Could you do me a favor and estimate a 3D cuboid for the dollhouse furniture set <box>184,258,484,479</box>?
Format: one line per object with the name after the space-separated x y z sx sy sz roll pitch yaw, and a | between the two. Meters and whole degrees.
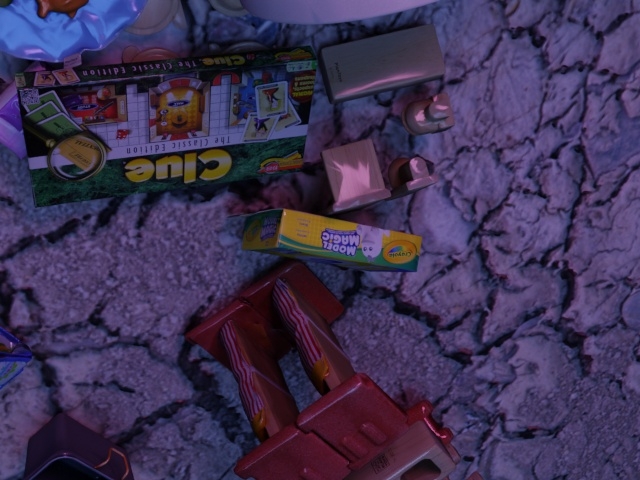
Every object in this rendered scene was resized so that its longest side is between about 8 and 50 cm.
0.038 0.216 0.971 0.152 0.201 0.374 -37 131 5 | dollhouse furniture set

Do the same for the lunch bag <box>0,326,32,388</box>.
-0.378 0.126 0.836 0.129 0.096 0.151 -43 138 7 | lunch bag

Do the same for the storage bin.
-0.259 0.252 0.947 0.098 0.091 0.135 -41 125 8 | storage bin

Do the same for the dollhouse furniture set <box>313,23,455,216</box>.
0.051 -0.113 0.872 0.144 0.123 0.151 -15 89 -10 | dollhouse furniture set

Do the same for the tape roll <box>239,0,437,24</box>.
0.033 -0.287 0.630 0.246 0.246 0.169 -21 123 -6 | tape roll

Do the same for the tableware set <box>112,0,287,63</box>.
-0.112 -0.184 0.778 0.168 0.020 0.141 -6 121 -13 | tableware set

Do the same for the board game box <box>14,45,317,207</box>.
-0.134 -0.103 0.784 0.259 0.030 0.136 -10 141 -18 | board game box

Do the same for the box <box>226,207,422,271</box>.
0.000 0.000 0.874 0.179 0.105 0.043 13 83 -23 | box

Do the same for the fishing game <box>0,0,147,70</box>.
-0.223 -0.229 0.682 0.264 0.041 0.189 -23 118 -6 | fishing game

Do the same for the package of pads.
-0.257 -0.117 0.761 0.083 0.032 0.050 -42 128 9 | package of pads
